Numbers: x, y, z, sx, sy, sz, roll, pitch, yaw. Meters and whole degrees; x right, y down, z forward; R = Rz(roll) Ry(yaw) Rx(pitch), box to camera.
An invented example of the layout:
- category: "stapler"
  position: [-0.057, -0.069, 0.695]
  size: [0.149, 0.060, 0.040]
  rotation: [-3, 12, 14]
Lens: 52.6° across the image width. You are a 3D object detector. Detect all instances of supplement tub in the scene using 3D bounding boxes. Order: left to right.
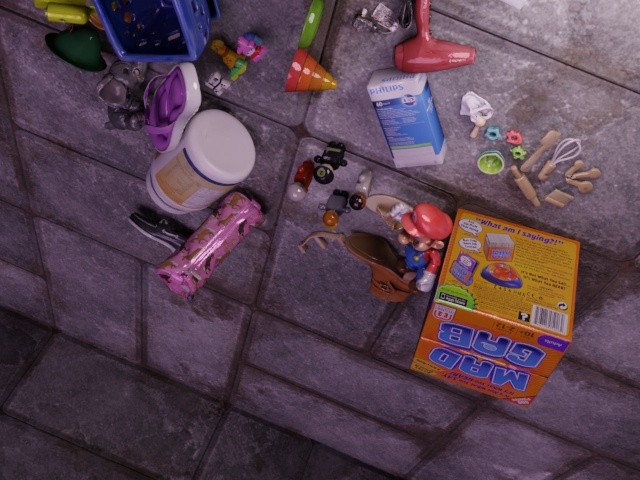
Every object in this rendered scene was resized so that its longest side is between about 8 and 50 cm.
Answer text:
- category: "supplement tub"
  position: [-0.365, -0.223, 1.934]
  size: [0.228, 0.228, 0.316]
  rotation: [41, 139, -20]

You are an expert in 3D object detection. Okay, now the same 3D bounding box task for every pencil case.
- category: "pencil case"
  position: [-0.348, 0.010, 2.074]
  size: [0.167, 0.386, 0.160]
  rotation: [24, 149, 30]

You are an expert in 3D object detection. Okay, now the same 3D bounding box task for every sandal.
- category: "sandal"
  position: [-0.413, -0.350, 1.683]
  size: [0.102, 0.170, 0.416]
  rotation: [-9, 170, -28]
- category: "sandal"
  position: [0.238, -0.062, 1.926]
  size: [0.239, 0.079, 0.088]
  rotation: [20, 142, 6]

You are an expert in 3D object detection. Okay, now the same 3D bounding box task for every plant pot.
- category: "plant pot"
  position: [-0.381, -0.582, 1.543]
  size: [0.235, 0.212, 0.236]
  rotation: [6, 139, 21]

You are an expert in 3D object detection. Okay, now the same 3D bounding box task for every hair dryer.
- category: "hair dryer"
  position: [0.226, -0.476, 1.458]
  size: [0.293, 0.080, 0.223]
  rotation: [33, 140, -11]

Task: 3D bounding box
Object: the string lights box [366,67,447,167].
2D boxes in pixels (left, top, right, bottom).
- category: "string lights box"
  position: [0.224, -0.311, 1.650]
  size: [0.133, 0.077, 0.260]
  rotation: [-1, 135, 28]

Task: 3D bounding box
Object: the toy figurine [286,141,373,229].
- category: "toy figurine"
  position: [0.032, -0.153, 1.874]
  size: [0.209, 0.148, 0.213]
  rotation: [41, 138, -20]

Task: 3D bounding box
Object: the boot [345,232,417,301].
- category: "boot"
  position: [0.194, 0.096, 2.130]
  size: [0.283, 0.109, 0.220]
  rotation: [17, 146, -3]

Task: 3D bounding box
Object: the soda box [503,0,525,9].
- category: "soda box"
  position: [0.301, -0.579, 1.287]
  size: [0.286, 0.098, 0.091]
  rotation: [26, 142, -3]

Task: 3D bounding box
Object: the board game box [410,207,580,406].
- category: "board game box"
  position: [0.496, 0.191, 1.860]
  size: [0.356, 0.356, 0.357]
  rotation: [17, 140, 10]

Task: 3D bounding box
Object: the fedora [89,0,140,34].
- category: "fedora"
  position: [-0.558, -0.611, 1.707]
  size: [0.194, 0.079, 0.194]
  rotation: [14, 140, 12]

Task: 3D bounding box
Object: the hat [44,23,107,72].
- category: "hat"
  position: [-0.630, -0.577, 1.754]
  size: [0.172, 0.209, 0.184]
  rotation: [11, 126, -40]

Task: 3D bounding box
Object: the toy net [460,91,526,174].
- category: "toy net"
  position: [0.425, -0.271, 1.618]
  size: [0.122, 0.045, 0.232]
  rotation: [-10, 130, 35]

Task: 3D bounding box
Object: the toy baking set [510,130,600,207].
- category: "toy baking set"
  position: [0.589, -0.179, 1.647]
  size: [0.196, 0.030, 0.256]
  rotation: [-25, 129, 34]

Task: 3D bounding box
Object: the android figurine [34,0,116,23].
- category: "android figurine"
  position: [-0.602, -0.642, 1.577]
  size: [0.272, 0.249, 0.056]
  rotation: [3, 169, -16]

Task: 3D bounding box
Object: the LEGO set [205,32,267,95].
- category: "LEGO set"
  position: [-0.235, -0.482, 1.679]
  size: [0.093, 0.087, 0.227]
  rotation: [28, 144, -29]

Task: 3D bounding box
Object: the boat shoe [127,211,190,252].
- category: "boat shoe"
  position: [-0.558, -0.027, 2.375]
  size: [0.302, 0.091, 0.114]
  rotation: [33, -175, -13]

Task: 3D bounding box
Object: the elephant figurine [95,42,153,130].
- category: "elephant figurine"
  position: [-0.561, -0.447, 1.864]
  size: [0.169, 0.186, 0.240]
  rotation: [31, 146, 51]

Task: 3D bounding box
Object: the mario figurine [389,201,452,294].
- category: "mario figurine"
  position: [0.257, 0.020, 1.828]
  size: [0.198, 0.170, 0.321]
  rotation: [25, 146, 19]

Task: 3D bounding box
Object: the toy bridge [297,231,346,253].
- category: "toy bridge"
  position: [0.000, 0.000, 2.163]
  size: [0.188, 0.026, 0.063]
  rotation: [-12, 128, 36]

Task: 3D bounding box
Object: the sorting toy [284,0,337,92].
- category: "sorting toy"
  position: [0.015, -0.479, 1.534]
  size: [0.126, 0.127, 0.366]
  rotation: [20, 143, -4]
